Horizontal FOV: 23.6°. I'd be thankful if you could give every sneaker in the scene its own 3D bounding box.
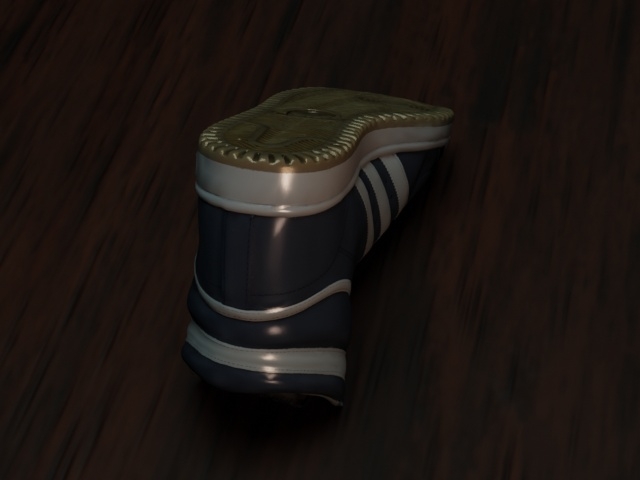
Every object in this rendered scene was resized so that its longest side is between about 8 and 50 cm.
[{"bbox_3d":[0.000,0.000,0.877,0.099,0.153,0.282,10,15,19],"label":"sneaker"}]
